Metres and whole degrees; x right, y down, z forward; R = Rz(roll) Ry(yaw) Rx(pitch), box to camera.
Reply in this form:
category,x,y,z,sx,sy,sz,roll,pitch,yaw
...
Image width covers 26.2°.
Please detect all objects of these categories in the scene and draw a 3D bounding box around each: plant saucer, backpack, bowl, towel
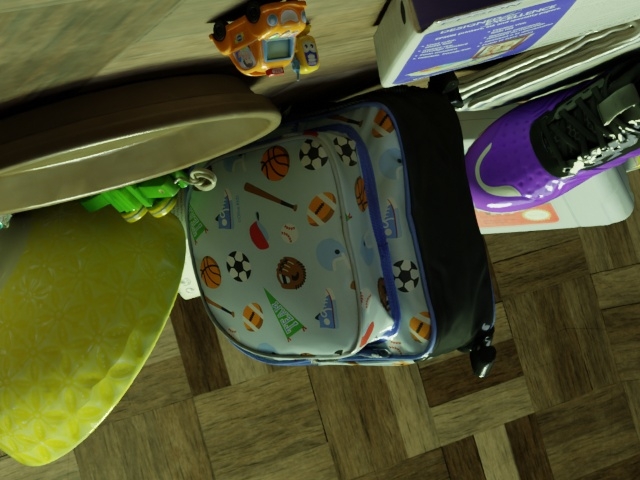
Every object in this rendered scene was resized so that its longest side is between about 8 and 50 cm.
category,x,y,z,sx,sy,sz,roll,pitch,yaw
plant saucer,-0.165,-0.066,0.992,0.278,0.041,0.278,-17,178,0
backpack,0.000,0.000,1.227,0.213,0.276,0.263,-7,179,-44
bowl,-0.278,0.055,1.329,0.156,0.289,0.289,35,149,-26
towel,0.266,-0.180,1.345,0.209,0.034,0.285,-20,178,32

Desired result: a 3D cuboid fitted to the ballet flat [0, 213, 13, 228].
category,x,y,z,sx,sy,sz,roll,pitch,yaw
ballet flat,-0.268,-0.033,1.154,0.041,0.041,0.114,-15,179,-11

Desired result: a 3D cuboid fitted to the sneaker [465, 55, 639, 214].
category,x,y,z,sx,sy,sz,roll,pitch,yaw
sneaker,0.269,-0.118,1.323,0.293,0.102,0.146,-24,174,1

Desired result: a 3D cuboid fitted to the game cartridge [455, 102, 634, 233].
category,x,y,z,sx,sy,sz,roll,pitch,yaw
game cartridge,0.181,-0.077,1.532,0.294,0.060,0.196,-4,145,27

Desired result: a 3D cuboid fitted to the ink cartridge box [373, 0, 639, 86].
category,x,y,z,sx,sy,sz,roll,pitch,yaw
ink cartridge box,0.144,-0.156,0.852,0.206,0.045,0.208,-15,179,-6

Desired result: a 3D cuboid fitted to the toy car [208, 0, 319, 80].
category,x,y,z,sx,sy,sz,roll,pitch,yaw
toy car,-0.014,-0.115,0.809,0.060,0.040,0.122,-17,177,29

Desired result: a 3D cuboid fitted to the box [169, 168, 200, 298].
category,x,y,z,sx,sy,sz,roll,pitch,yaw
box,-0.033,-0.038,1.438,0.275,0.113,0.094,-15,134,9

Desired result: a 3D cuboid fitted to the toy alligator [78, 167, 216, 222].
category,x,y,z,sx,sy,sz,roll,pitch,yaw
toy alligator,-0.143,-0.057,1.191,0.190,0.056,0.051,-9,-136,46

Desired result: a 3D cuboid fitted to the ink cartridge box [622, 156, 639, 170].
category,x,y,z,sx,sy,sz,roll,pitch,yaw
ink cartridge box,0.362,-0.148,1.578,0.176,0.128,0.127,-17,178,38
